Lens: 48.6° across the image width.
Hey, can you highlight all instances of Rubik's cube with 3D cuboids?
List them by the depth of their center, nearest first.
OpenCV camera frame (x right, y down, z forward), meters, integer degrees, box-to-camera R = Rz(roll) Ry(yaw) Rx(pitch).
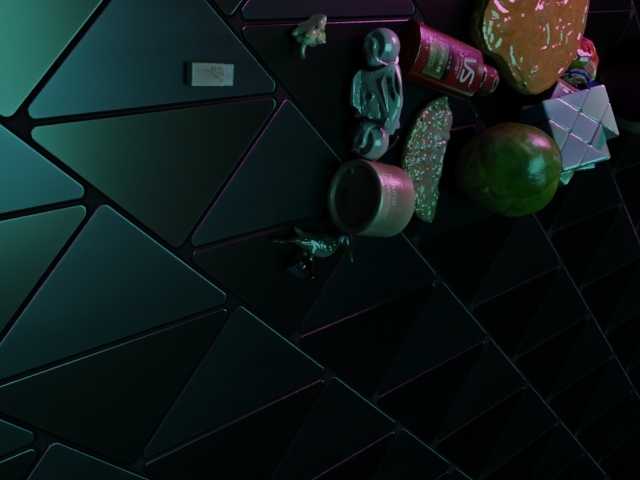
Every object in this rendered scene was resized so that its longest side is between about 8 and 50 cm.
[{"bbox_3d":[0.596,-0.271,1.782,0.224,0.213,0.266,-15,90,-11],"label":"Rubik's cube"}]

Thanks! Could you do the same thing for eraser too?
[{"bbox_3d":[-0.179,-0.272,1.159,0.083,0.019,0.038,-11,111,-42],"label":"eraser"}]

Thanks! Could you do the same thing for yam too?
[{"bbox_3d":[0.134,-0.191,1.499,0.107,0.014,0.014,-42,130,-26],"label":"yam"}]

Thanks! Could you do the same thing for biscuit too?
[{"bbox_3d":[0.226,-0.184,1.575,0.141,0.038,0.290,2,102,-44],"label":"biscuit"},{"bbox_3d":[0.511,-0.552,1.668,0.365,0.062,0.386,29,79,-36],"label":"biscuit"}]

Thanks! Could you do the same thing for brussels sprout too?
[{"bbox_3d":[0.436,-0.166,1.648,0.244,0.244,0.244,-17,116,-40],"label":"brussels sprout"}]

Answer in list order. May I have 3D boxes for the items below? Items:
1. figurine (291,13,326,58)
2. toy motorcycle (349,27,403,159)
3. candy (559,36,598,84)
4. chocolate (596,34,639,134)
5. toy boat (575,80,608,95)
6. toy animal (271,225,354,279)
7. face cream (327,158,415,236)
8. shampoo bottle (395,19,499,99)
[{"bbox_3d":[-0.017,-0.367,1.274,0.083,0.047,0.051,-47,147,-32],"label":"figurine"},{"bbox_3d":[0.118,-0.283,1.385,0.112,0.112,0.255,-5,107,-43],"label":"toy motorcycle"},{"bbox_3d":[0.676,-0.586,1.847,0.124,0.124,0.366,11,88,-46],"label":"candy"},{"bbox_3d":[0.948,-0.430,2.070,0.284,0.283,0.186,-55,155,-15],"label":"chocolate"},{"bbox_3d":[0.702,-0.290,1.915,0.070,0.210,0.292,9,100,-3],"label":"toy boat"},{"bbox_3d":[-0.002,0.011,1.403,0.202,0.070,0.105,-20,99,-35],"label":"toy animal"},{"bbox_3d":[0.099,-0.082,1.407,0.104,0.149,0.149,4,102,-44],"label":"face cream"},{"bbox_3d":[0.274,-0.376,1.527,0.314,0.076,0.118,6,95,-45],"label":"shampoo bottle"}]
